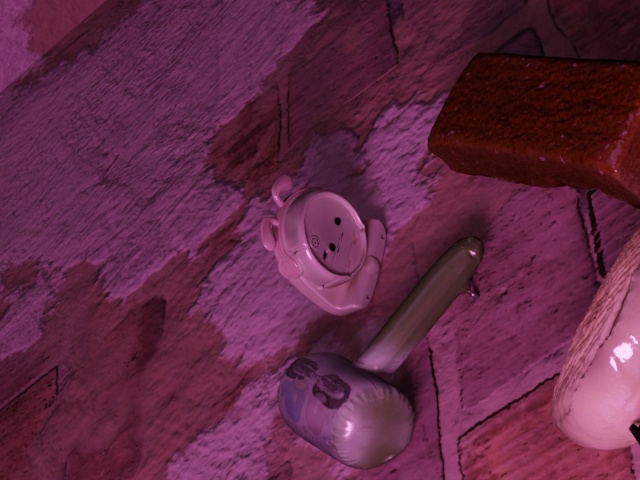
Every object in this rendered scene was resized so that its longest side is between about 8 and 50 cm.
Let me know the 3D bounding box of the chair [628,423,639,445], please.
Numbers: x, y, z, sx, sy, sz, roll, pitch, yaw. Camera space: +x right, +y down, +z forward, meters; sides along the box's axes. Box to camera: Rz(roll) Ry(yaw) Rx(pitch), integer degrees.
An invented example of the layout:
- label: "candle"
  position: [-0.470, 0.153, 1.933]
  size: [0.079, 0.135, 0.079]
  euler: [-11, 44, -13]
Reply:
- label: "chair"
  position: [0.371, 0.228, 1.822]
  size: [0.260, 0.141, 0.154]
  euler: [-53, 5, 8]

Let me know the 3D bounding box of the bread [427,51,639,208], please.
- label: "bread"
  position: [0.300, -0.146, 2.372]
  size: [0.165, 0.113, 0.416]
  euler: [-58, 29, -10]

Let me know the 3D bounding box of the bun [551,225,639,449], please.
- label: "bun"
  position: [0.352, 0.100, 1.982]
  size: [0.287, 0.146, 0.287]
  euler: [-60, -3, -5]

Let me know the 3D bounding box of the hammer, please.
- label: "hammer"
  position: [0.099, 0.129, 2.374]
  size: [0.335, 0.119, 0.206]
  euler: [-50, 30, -8]

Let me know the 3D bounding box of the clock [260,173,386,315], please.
- label: "clock"
  position: [0.000, 0.000, 2.547]
  size: [0.062, 0.191, 0.151]
  euler: [-21, 43, 43]
